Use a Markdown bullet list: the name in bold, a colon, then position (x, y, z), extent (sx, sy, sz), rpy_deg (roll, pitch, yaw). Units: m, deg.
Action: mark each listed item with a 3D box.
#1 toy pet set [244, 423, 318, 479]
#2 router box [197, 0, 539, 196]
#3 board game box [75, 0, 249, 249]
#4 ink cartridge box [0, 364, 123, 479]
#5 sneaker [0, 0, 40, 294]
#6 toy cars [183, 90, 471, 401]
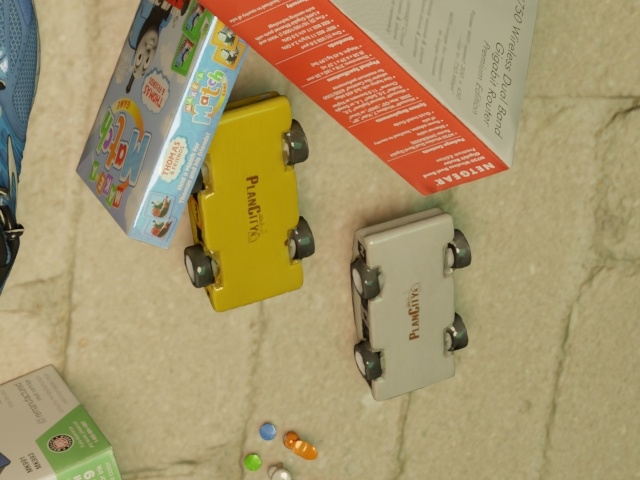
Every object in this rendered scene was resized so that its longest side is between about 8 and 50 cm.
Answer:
- **toy pet set**: position (-0.024, 0.237, 1.441), extent (0.114, 0.065, 0.122), rpy_deg (26, 95, 2)
- **router box**: position (0.039, -0.252, 1.123), extent (0.301, 0.082, 0.335), rpy_deg (38, 50, -34)
- **board game box**: position (-0.110, -0.119, 1.167), extent (0.039, 0.160, 0.211), rpy_deg (16, 102, -27)
- **ink cartridge box**: position (-0.269, 0.201, 1.224), extent (0.212, 0.154, 0.093), rpy_deg (-23, 120, -17)
- **sneaker**: position (-0.254, -0.048, 1.131), extent (0.130, 0.147, 0.330), rpy_deg (1, 110, -28)
- **toy cars**: position (0.000, 0.000, 1.321), extent (0.176, 0.087, 0.394), rpy_deg (-47, 131, 12)
